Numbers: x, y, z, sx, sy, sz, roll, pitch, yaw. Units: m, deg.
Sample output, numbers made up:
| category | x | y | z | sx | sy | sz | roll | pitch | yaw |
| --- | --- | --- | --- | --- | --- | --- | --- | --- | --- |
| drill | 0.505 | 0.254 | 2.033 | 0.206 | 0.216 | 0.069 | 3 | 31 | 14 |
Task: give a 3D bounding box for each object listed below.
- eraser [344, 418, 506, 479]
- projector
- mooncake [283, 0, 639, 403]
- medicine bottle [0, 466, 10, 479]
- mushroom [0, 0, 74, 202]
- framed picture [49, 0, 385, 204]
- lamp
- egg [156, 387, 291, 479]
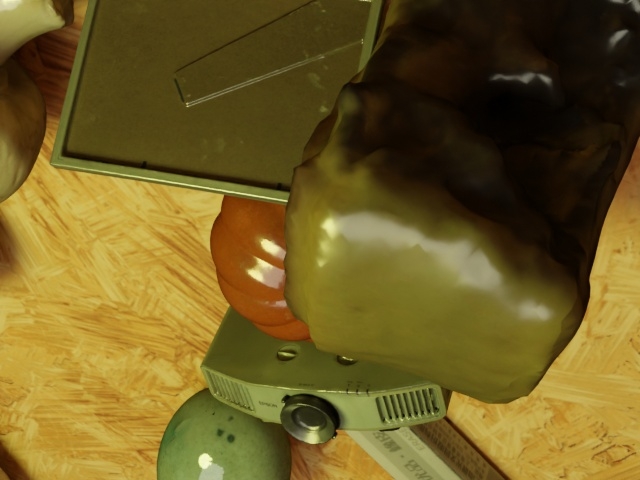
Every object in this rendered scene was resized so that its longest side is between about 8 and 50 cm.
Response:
| category | x | y | z | sx | sy | sz | roll | pitch | yaw |
| --- | --- | --- | --- | --- | --- | --- | --- | --- | --- |
| eraser | 0.132 | 0.266 | 1.454 | 0.089 | 0.061 | 0.352 | -31 | 112 | 37 |
| projector | 0.015 | 0.132 | 1.294 | 0.269 | 0.193 | 0.088 | 2 | 130 | 20 |
| mooncake | 0.130 | -0.076 | 0.933 | 0.246 | 0.394 | 0.393 | 21 | 106 | 10 |
| medicine bottle | -0.573 | 0.357 | 1.703 | 0.213 | 0.213 | 0.378 | -11 | 124 | 29 |
| mushroom | -0.384 | -0.181 | 1.152 | 0.297 | 0.297 | 0.290 | 38 | 105 | -12 |
| framed picture | -0.098 | -0.149 | 1.115 | 0.289 | 0.211 | 0.020 | 9 | 172 | 14 |
| lamp | 0.000 | 0.000 | 1.187 | 0.223 | 0.196 | 0.223 | -13 | 128 | -18 |
| egg | -0.121 | 0.283 | 1.492 | 0.169 | 0.169 | 0.236 | 17 | 131 | 7 |
